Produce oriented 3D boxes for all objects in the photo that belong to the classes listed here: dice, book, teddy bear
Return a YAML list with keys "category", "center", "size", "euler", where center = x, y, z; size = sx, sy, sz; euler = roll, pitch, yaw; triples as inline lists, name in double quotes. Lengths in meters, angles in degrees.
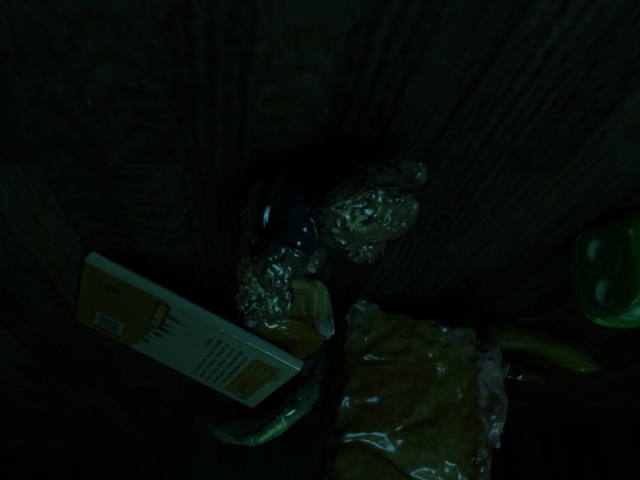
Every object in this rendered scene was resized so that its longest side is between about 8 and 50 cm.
- category: "dice"
  center: [0.394, 0.036, 0.712]
  size: [0.128, 0.120, 0.131]
  euler: [0, 157, -13]
- category: "book"
  center: [-0.188, 0.134, 0.788]
  size: [0.295, 0.020, 0.208]
  euler: [29, 143, -9]
- category: "teddy bear"
  center: [-0.016, -0.013, 0.544]
  size: [0.129, 0.182, 0.251]
  euler: [45, 139, -11]

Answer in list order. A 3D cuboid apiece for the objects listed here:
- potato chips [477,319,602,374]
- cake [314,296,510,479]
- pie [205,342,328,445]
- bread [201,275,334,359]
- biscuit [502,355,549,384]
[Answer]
- category: "potato chips"
  center: [0.419, 0.206, 1.137]
  size: [0.407, 0.080, 0.057]
  euler: [18, 131, -37]
- category: "cake"
  center: [0.138, 0.307, 0.964]
  size: [0.293, 0.314, 0.306]
  euler: [12, 151, 2]
- category: "pie"
  center: [-0.090, 0.233, 0.960]
  size: [0.241, 0.240, 0.054]
  euler: [-19, 123, 29]
- category: "bread"
  center: [-0.093, 0.131, 0.856]
  size: [0.136, 0.107, 0.241]
  euler: [16, 149, -32]
- category: "biscuit"
  center: [0.352, 0.247, 1.174]
  size: [0.212, 0.036, 0.212]
  euler: [15, 176, 1]
